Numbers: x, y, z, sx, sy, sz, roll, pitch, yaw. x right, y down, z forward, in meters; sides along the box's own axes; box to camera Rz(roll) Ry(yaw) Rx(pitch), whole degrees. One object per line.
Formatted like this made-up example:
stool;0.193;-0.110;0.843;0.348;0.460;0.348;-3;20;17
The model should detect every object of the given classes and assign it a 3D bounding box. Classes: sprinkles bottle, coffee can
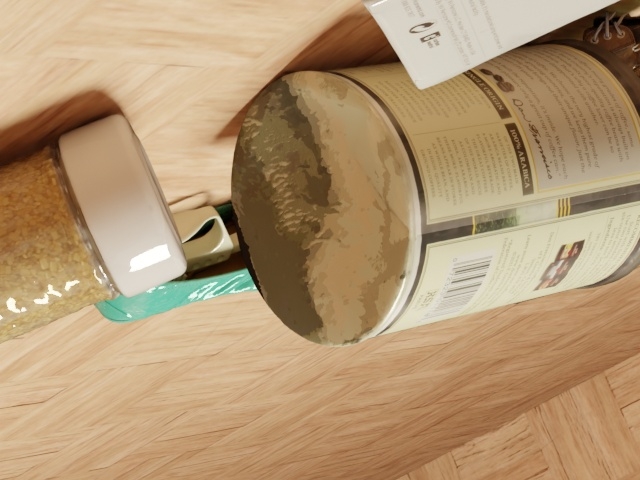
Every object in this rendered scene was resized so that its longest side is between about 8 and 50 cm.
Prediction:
sprinkles bottle;-0.274;0.033;1.255;0.355;0.121;0.121;-22;166;-1
coffee can;0.100;-0.042;1.399;0.275;0.201;0.201;-11;161;-39

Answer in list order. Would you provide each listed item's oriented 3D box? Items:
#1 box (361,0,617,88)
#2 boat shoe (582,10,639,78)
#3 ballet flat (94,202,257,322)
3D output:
box;0.098;-0.190;1.020;0.182;0.119;0.181;-24;166;7
boat shoe;0.238;-0.147;1.480;0.183;0.066;0.066;-42;-171;30
ballet flat;-0.075;0.002;1.544;0.247;0.083;0.087;-18;151;-26
